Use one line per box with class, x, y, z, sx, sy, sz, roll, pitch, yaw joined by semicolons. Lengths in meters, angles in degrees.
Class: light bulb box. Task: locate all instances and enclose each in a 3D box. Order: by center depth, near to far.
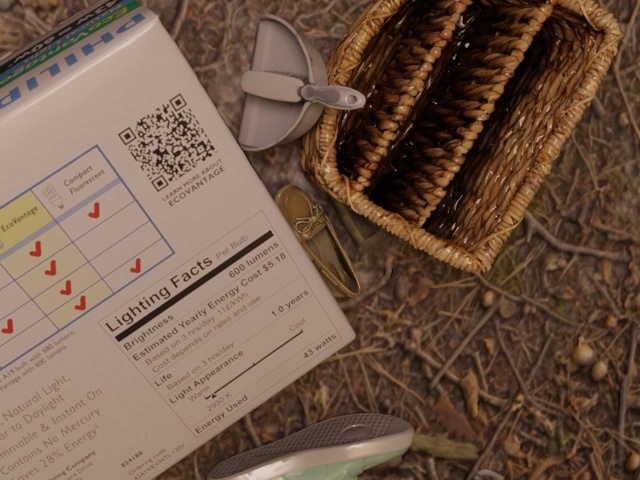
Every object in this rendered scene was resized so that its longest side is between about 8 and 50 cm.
light bulb box;-0.220;0.020;0.744;0.357;0.225;0.361;-34;121;-6

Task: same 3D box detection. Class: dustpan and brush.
dustpan and brush;-0.023;-0.153;0.806;0.060;0.211;0.147;0;104;-50

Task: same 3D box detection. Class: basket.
basket;0.123;-0.152;0.838;0.213;0.223;0.299;30;94;-18

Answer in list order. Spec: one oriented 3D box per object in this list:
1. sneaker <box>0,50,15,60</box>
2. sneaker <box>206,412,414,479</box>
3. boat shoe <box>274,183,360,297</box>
sneaker;-0.358;-0.096;0.811;0.212;0.080;0.094;-48;121;5
sneaker;0.005;0.311;0.968;0.255;0.094;0.151;-18;100;0
boat shoe;-0.001;0.002;0.919;0.056;0.048;0.153;-37;112;-33
